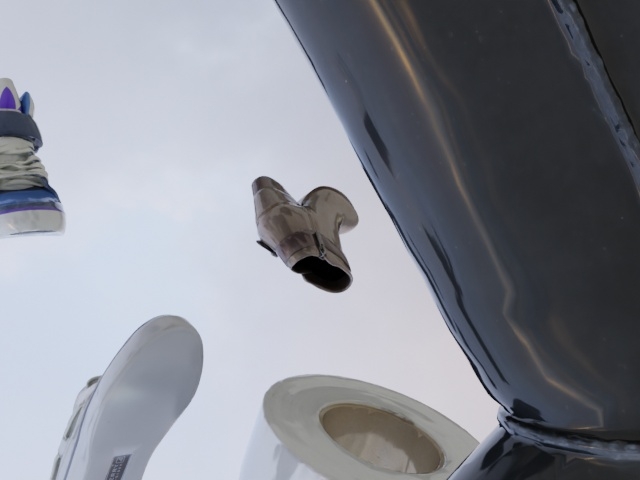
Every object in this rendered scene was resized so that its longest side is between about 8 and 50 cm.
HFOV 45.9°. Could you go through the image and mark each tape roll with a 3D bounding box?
[{"bbox_3d":[0.056,0.261,0.854,0.286,0.100,0.286,17,-168,-4],"label":"tape roll"}]

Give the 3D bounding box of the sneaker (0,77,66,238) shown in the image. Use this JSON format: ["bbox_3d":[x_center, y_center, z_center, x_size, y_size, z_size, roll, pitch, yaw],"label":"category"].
[{"bbox_3d":[-0.459,-0.122,1.094,0.130,0.323,0.236,-5,-85,-32],"label":"sneaker"}]

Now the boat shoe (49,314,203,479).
[{"bbox_3d":[-0.197,0.171,0.731,0.096,0.267,0.088,3,-150,-41],"label":"boat shoe"}]

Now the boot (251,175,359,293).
[{"bbox_3d":[0.000,0.000,0.521,0.118,0.042,0.087,16,-146,-43],"label":"boot"}]

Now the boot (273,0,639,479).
[{"bbox_3d":[0.051,-0.001,0.354,0.146,0.367,0.445,-176,62,-84],"label":"boot"}]
